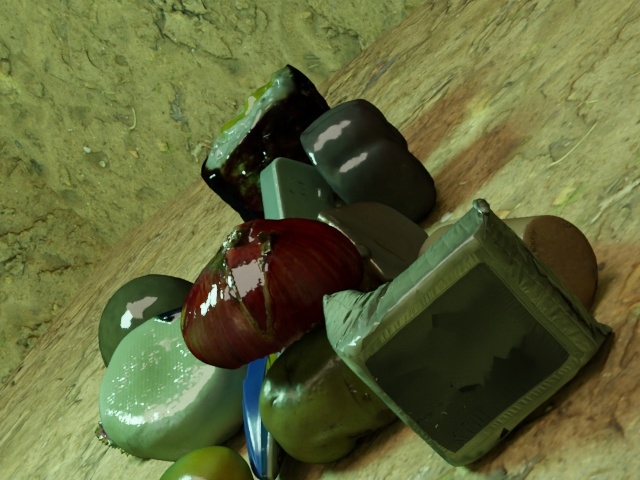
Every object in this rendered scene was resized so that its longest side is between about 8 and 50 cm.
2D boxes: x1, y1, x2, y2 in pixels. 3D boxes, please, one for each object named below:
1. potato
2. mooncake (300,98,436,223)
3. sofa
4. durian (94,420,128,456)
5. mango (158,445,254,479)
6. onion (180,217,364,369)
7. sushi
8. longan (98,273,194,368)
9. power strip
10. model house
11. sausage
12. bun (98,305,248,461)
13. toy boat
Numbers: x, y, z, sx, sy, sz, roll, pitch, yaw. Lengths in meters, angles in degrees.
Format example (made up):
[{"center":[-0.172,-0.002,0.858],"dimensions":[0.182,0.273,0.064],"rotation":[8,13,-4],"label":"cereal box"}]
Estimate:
[{"center":[0.019,0.179,1.424],"dimensions":[0.200,0.137,0.154],"rotation":[-38,16,18],"label":"potato"},{"center":[0.084,-0.123,1.910],"dimensions":[0.133,0.245,0.245],"rotation":[-38,15,11],"label":"mooncake"},{"center":[0.146,0.088,1.206],"dimensions":[0.225,0.210,0.176],"rotation":[-45,12,10],"label":"sofa"},{"center":[-0.306,0.331,2.038],"dimensions":[0.187,0.119,0.108],"rotation":[-50,48,24],"label":"durian"},{"center":[-0.177,0.356,1.497],"dimensions":[0.251,0.114,0.156],"rotation":[-34,39,38],"label":"mango"},{"center":[-0.066,0.060,1.443],"dimensions":[0.248,0.161,0.248],"rotation":[-23,-7,-3],"label":"onion"},{"center":[-0.058,-0.140,2.242],"dimensions":[0.299,0.294,0.281],"rotation":[-39,18,24],"label":"sushi"},{"center":[-0.295,0.181,2.161],"dimensions":[0.248,0.248,0.248],"rotation":[-41,14,13],"label":"longan"},{"center":[0.000,-0.001,1.899],"dimensions":[0.059,0.193,0.265],"rotation":[-35,53,39],"label":"power strip"},{"center":[0.047,0.078,1.628],"dimensions":[0.219,0.199,0.229],"rotation":[-4,-52,-47],"label":"model house"},{"center":[0.215,0.034,1.333],"dimensions":[0.123,0.123,0.253],"rotation":[-48,16,-17],"label":"sausage"},{"center":[-0.205,0.241,1.823],"dimensions":[0.283,0.179,0.283],"rotation":[-22,40,20],"label":"bun"},{"center":[-0.063,0.232,1.565],"dimensions":[0.088,0.129,0.295],"rotation":[-1,24,3],"label":"toy boat"}]
